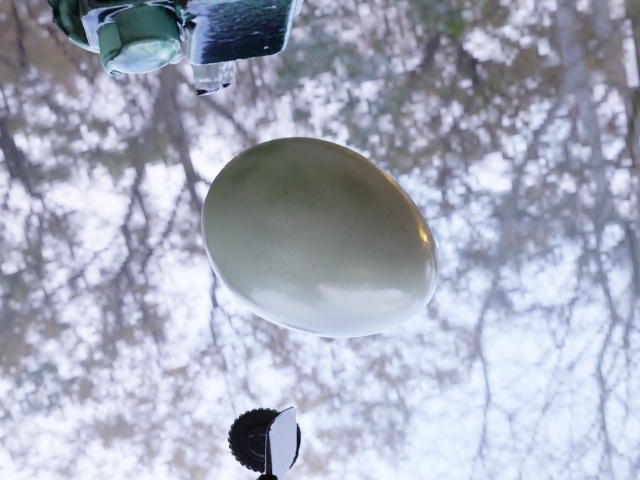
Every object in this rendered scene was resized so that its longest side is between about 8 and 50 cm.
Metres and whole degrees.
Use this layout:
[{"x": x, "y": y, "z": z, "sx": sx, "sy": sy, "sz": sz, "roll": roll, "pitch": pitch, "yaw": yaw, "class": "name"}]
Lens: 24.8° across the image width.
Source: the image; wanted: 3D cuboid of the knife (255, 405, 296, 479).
[{"x": -0.035, "y": 0.165, "z": 1.114, "sx": 0.028, "sy": 0.060, "sz": 0.230, "roll": 0, "pitch": -171, "yaw": 8, "class": "knife"}]

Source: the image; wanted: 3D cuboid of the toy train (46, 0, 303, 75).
[{"x": -0.127, "y": -0.282, "z": 1.216, "sx": 0.238, "sy": 0.299, "sz": 0.167, "roll": -9, "pitch": 165, "yaw": -10, "class": "toy train"}]

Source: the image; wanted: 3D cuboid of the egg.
[{"x": 0.000, "y": 0.000, "z": 1.436, "sx": 0.254, "sy": 0.188, "sz": 0.188, "roll": 27, "pitch": -138, "yaw": 26, "class": "egg"}]

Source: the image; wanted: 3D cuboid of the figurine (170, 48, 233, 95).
[{"x": -0.120, "y": -0.271, "z": 1.546, "sx": 0.112, "sy": 0.229, "sz": 0.137, "roll": 2, "pitch": -166, "yaw": 27, "class": "figurine"}]

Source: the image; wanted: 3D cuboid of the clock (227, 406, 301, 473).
[{"x": -0.063, "y": 0.224, "z": 1.628, "sx": 0.083, "sy": 0.074, "sz": 0.010, "roll": 11, "pitch": 178, "yaw": 2, "class": "clock"}]
